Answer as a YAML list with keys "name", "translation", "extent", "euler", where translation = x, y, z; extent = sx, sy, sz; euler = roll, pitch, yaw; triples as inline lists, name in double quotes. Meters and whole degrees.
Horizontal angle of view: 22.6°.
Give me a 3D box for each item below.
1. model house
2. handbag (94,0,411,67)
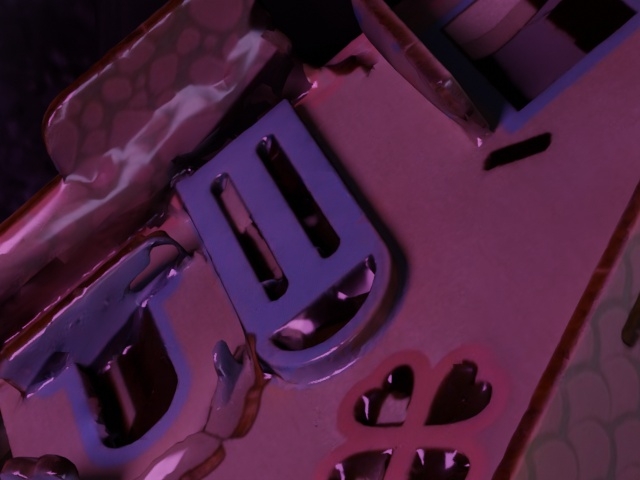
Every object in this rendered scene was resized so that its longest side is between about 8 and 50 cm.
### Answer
- name: "model house"
  translation: [0.012, 0.049, 0.483]
  extent: [0.326, 0.244, 0.169]
  euler: [-39, 128, 6]
- name: "handbag"
  translation: [0.000, 0.002, 0.636]
  extent: [0.191, 0.075, 0.332]
  euler: [-7, 126, -22]
